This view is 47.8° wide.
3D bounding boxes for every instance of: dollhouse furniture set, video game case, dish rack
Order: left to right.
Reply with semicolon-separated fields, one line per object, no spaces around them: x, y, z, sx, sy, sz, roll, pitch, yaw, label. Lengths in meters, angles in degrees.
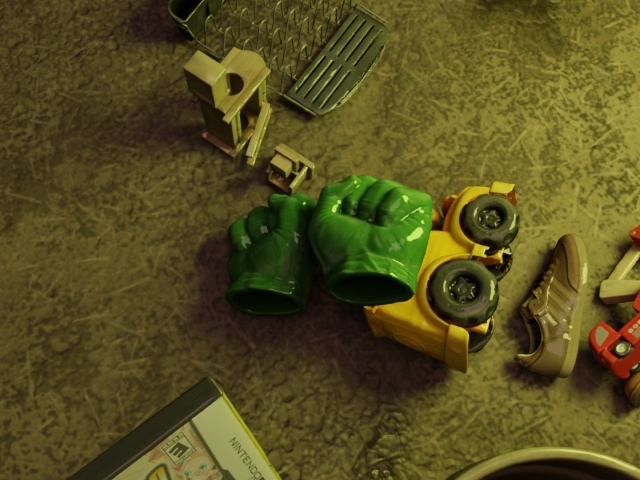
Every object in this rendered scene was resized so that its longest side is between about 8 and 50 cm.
-0.169;0.300;0.733;0.275;0.248;0.035;-36;41;-15;video game case
-0.066;-0.164;0.906;0.161;0.182;0.101;34;74;8;dollhouse furniture set
-0.048;-0.306;1.009;0.271;0.074;0.208;34;75;7;dish rack

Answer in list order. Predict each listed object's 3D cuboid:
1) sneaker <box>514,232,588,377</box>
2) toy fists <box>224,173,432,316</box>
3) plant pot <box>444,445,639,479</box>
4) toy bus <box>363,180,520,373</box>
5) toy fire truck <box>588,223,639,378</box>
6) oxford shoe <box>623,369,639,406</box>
0.290;0.075;0.913;0.071;0.066;0.188;11;72;1;sneaker
0.000;0.000;0.847;0.279;0.096;0.142;-11;52;36;toy fists
0.196;0.373;0.703;0.323;0.280;0.323;1;72;-3;plant pot
0.125;0.026;0.892;0.211;0.149;0.220;16;70;18;toy bus
0.400;0.069;0.909;0.192;0.135;0.047;-43;122;4;toy fire truck
0.439;0.116;0.919;0.076;0.076;0.212;30;74;38;oxford shoe
